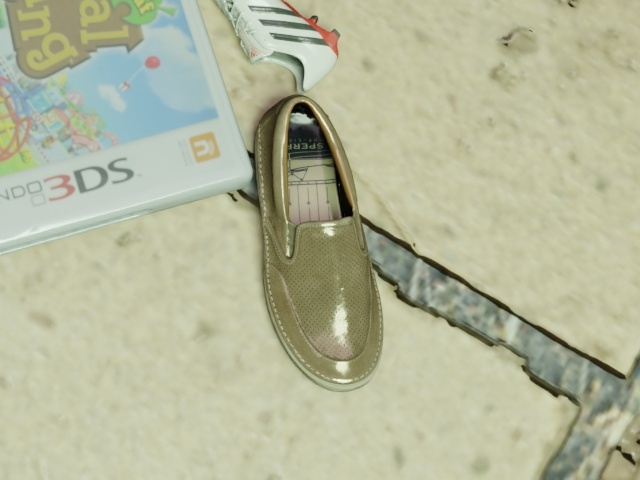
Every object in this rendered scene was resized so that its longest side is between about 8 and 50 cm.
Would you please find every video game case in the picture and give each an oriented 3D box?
[{"bbox_3d":[-0.152,-0.100,0.864,0.193,0.023,0.212,-16,81,-15],"label":"video game case"}]

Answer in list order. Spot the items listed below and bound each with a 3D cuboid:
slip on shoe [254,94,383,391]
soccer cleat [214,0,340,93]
[{"bbox_3d":[0.000,0.000,0.865,0.051,0.041,0.135,-5,79,-13],"label":"slip on shoe"},{"bbox_3d":[-0.030,-0.101,0.889,0.083,0.029,0.035,36,69,-7],"label":"soccer cleat"}]
